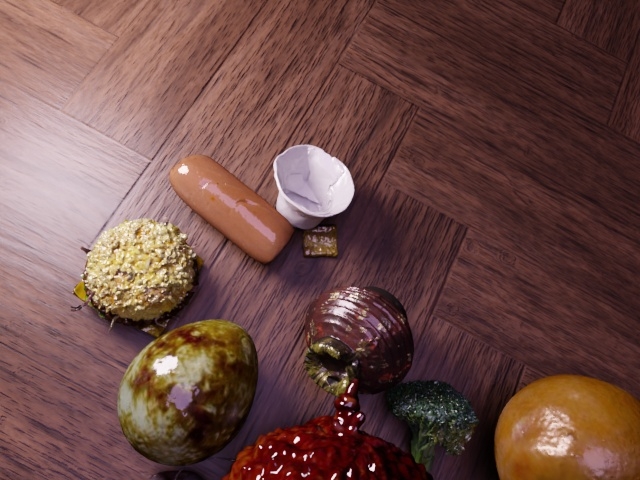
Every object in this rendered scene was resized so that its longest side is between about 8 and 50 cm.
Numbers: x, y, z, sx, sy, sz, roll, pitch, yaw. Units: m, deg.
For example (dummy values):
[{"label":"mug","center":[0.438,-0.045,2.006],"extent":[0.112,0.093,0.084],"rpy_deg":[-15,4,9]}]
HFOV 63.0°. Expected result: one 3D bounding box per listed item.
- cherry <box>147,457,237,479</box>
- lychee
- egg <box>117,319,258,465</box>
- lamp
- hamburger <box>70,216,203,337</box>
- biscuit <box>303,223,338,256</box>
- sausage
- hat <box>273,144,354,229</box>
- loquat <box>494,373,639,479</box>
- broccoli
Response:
[{"label":"cherry","center":[-0.244,0.500,0.980],"extent":[0.188,0.115,0.148],"rpy_deg":[5,52,-14]},{"label":"lychee","center":[0.015,0.486,0.869],"extent":[0.425,0.424,0.500],"rpy_deg":[5,75,-8]},{"label":"egg","center":[-0.236,0.277,0.987],"extent":[0.238,0.238,0.289],"rpy_deg":[45,60,6]},{"label":"lamp","center":[0.072,0.205,1.067],"extent":[0.247,0.247,0.247],"rpy_deg":[3,72,-9]},{"label":"hamburger","center":[-0.377,0.068,1.079],"extent":[0.243,0.138,0.261],"rpy_deg":[24,69,-3]},{"label":"biscuit","center":[0.000,0.000,1.231],"extent":[0.083,0.018,0.081],"rpy_deg":[-1,73,-10]},{"label":"sausage","center":[-0.198,-0.074,1.165],"extent":[0.304,0.121,0.121],"rpy_deg":[40,70,3]},{"label":"hat","center":[-0.032,-0.104,1.190],"extent":[0.203,0.126,0.203],"rpy_deg":[13,51,-16]},{"label":"loquat","center":[0.505,0.425,1.022],"extent":[0.328,0.328,0.328],"rpy_deg":[3,72,-9]},{"label":"broccoli","center":[0.228,0.392,1.098],"extent":[0.220,0.194,0.194],"rpy_deg":[4,70,-33]}]
